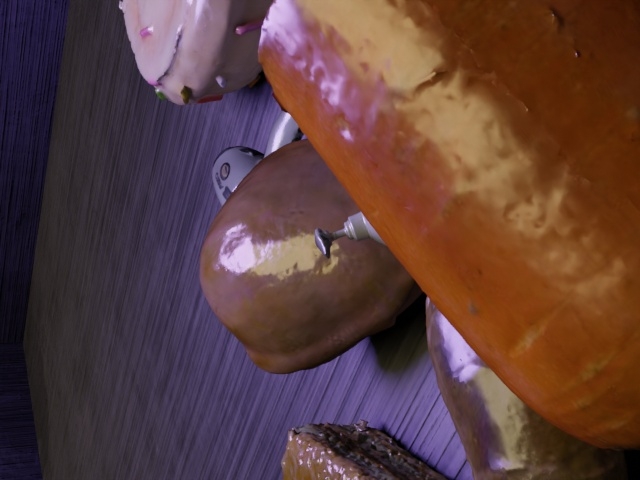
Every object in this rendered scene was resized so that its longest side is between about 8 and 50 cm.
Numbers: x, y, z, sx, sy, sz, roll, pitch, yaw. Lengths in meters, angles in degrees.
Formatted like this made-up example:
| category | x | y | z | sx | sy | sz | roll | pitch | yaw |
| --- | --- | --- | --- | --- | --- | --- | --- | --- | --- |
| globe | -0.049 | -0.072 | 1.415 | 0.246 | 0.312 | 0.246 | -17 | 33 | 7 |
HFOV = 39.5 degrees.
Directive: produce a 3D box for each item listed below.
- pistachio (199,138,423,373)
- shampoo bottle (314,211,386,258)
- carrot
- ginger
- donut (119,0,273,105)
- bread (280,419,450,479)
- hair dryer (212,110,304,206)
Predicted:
| category | x | y | z | sx | sy | sz | roll | pitch | yaw |
| --- | --- | --- | --- | --- | --- | --- | --- | --- | --- |
| pistachio | 0.000 | 0.000 | 0.823 | 0.260 | 0.163 | 0.212 | -27 | 75 | 36 |
| shampoo bottle | 0.067 | -0.026 | 0.698 | 0.045 | 0.152 | 0.077 | 62 | -171 | -63 |
| carrot | 0.147 | -0.012 | 0.424 | 0.331 | 0.214 | 0.193 | 51 | 129 | 17 |
| ginger | 0.138 | 0.112 | 0.600 | 0.116 | 0.109 | 0.263 | -27 | 63 | 31 |
| donut | -0.136 | -0.333 | 1.113 | 0.371 | 0.150 | 0.307 | -55 | 43 | 49 |
| bread | 0.043 | 0.250 | 0.799 | 0.196 | 0.102 | 0.138 | 22 | 112 | 61 |
| hair dryer | -0.017 | -0.072 | 0.971 | 0.267 | 0.092 | 0.229 | -49 | 54 | 40 |
